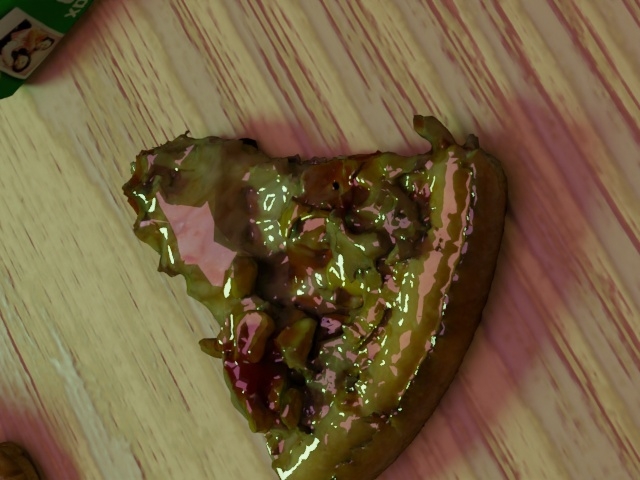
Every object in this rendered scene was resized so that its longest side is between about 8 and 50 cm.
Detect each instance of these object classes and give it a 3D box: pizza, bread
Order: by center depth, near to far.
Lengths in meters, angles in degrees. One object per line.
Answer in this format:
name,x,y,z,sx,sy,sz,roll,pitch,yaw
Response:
pizza,0.000,0.000,0.758,0.251,0.074,0.288,-41,76,22
bread,-0.260,0.201,0.931,0.083,0.046,0.081,-14,89,28

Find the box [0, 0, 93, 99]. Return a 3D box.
box,-0.272,-0.248,0.871,0.180,0.103,0.250,-41,76,25
